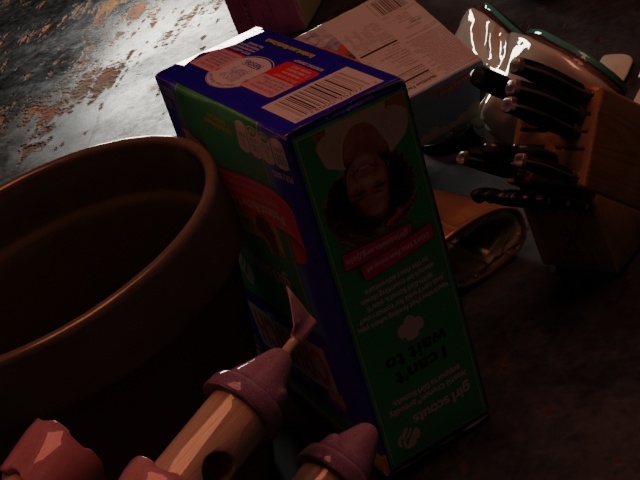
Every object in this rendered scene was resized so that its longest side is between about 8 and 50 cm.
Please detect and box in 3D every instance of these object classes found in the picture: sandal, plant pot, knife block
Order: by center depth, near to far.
[{"bbox_3d":[-0.178,0.112,1.151,0.323,0.280,0.323,-19,30,11],"label":"plant pot"},{"bbox_3d":[0.242,-0.105,1.265,0.088,0.242,0.275,8,40,43],"label":"knife block"},{"bbox_3d":[0.127,-0.152,1.646,0.067,0.040,0.179,-27,28,-7],"label":"sandal"}]

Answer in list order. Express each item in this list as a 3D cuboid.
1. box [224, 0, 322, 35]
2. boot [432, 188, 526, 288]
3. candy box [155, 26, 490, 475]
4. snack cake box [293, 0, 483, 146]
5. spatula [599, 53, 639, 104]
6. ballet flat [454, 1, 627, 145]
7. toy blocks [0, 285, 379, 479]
[{"bbox_3d":[-0.081,-0.467,2.163,0.117,0.214,0.243,-10,31,22],"label":"box"},{"bbox_3d":[0.038,-0.002,1.404,0.236,0.089,0.269,-34,31,-20],"label":"boot"},{"bbox_3d":[0.000,0.000,1.174,0.122,0.317,0.268,-28,27,-18],"label":"candy box"},{"bbox_3d":[0.023,-0.147,1.441,0.264,0.089,0.152,-29,56,-19],"label":"snack cake box"},{"bbox_3d":[0.360,-0.161,1.515,0.168,0.019,0.242,-2,34,32],"label":"spatula"},{"bbox_3d":[0.223,-0.169,1.524,0.139,0.139,0.400,-24,21,-2],"label":"ballet flat"},{"bbox_3d":[-0.020,0.221,0.839,0.309,0.289,0.260,6,44,47],"label":"toy blocks"}]
